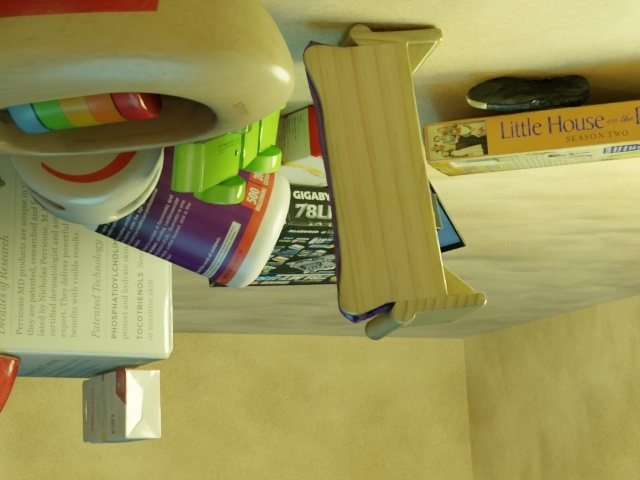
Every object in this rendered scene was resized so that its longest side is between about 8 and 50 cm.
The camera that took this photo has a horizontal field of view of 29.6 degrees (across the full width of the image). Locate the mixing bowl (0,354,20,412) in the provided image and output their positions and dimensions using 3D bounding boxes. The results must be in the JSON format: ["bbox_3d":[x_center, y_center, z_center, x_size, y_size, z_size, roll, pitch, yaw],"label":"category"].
[{"bbox_3d":[-0.539,0.228,1.799,0.181,0.098,0.181,-3,166,-1],"label":"mixing bowl"}]

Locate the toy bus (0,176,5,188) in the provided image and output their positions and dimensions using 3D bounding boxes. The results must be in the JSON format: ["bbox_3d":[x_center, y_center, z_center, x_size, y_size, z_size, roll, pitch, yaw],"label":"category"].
[{"bbox_3d":[-0.534,-0.134,1.650,0.191,0.104,0.202,26,-159,0],"label":"toy bus"}]

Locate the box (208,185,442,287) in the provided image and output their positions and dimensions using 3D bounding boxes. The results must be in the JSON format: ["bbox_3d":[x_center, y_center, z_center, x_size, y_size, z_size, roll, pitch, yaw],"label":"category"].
[{"bbox_3d":[0.000,0.000,2.003,0.295,0.073,0.293,1,160,-31],"label":"box"}]

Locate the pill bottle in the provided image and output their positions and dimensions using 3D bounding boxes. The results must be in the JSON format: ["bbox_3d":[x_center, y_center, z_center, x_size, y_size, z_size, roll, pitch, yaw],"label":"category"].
[{"bbox_3d":[-0.217,-0.068,1.718,0.323,0.181,0.181,23,161,-13],"label":"pill bottle"}]

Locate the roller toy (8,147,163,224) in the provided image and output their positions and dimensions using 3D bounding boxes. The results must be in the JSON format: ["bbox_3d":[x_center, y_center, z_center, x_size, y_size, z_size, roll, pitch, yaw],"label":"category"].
[{"bbox_3d":[-0.299,-0.121,1.543,0.209,0.191,0.146,-1,168,-6],"label":"roller toy"}]

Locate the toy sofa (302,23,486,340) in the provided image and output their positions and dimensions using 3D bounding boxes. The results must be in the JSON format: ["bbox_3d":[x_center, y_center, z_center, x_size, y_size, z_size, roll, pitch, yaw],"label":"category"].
[{"bbox_3d":[0.072,-0.068,1.476,0.177,0.363,0.150,-7,170,-12],"label":"toy sofa"}]

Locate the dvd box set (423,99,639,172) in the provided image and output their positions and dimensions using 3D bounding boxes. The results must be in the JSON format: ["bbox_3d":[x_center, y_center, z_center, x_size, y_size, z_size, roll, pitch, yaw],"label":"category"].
[{"bbox_3d":[0.375,-0.149,1.754,0.420,0.062,0.307,-5,178,13],"label":"dvd box set"}]

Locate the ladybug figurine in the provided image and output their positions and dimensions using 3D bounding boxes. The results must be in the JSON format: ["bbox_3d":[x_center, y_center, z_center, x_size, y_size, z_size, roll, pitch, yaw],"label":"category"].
[{"bbox_3d":[-0.250,-0.195,1.282,0.449,0.162,0.305,-5,169,8],"label":"ladybug figurine"}]

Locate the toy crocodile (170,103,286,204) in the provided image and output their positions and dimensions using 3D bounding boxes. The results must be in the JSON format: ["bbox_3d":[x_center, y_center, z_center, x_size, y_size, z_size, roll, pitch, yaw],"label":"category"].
[{"bbox_3d":[-0.120,-0.131,1.553,0.105,0.115,0.340,11,-158,14],"label":"toy crocodile"}]

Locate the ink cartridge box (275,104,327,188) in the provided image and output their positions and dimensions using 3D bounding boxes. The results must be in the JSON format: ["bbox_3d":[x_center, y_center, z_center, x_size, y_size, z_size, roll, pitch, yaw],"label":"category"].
[{"bbox_3d":[0.001,-0.139,1.796,0.134,0.078,0.231,9,163,-42],"label":"ink cartridge box"}]

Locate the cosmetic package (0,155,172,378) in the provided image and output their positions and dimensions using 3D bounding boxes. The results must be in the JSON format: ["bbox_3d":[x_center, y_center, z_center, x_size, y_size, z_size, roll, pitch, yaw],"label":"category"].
[{"bbox_3d":[-0.478,0.047,1.975,0.393,0.327,0.329,4,166,-25],"label":"cosmetic package"}]

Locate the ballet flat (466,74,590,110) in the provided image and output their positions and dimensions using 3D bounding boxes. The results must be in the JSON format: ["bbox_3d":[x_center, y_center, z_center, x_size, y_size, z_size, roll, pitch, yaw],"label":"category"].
[{"bbox_3d":[0.282,-0.192,1.644,0.173,0.057,0.049,-3,140,-7],"label":"ballet flat"}]

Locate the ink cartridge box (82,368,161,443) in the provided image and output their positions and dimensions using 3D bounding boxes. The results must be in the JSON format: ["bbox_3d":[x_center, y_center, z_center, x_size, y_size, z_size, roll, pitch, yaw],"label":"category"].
[{"bbox_3d":[-0.340,0.283,2.051,0.067,0.115,0.198,5,167,-32],"label":"ink cartridge box"}]

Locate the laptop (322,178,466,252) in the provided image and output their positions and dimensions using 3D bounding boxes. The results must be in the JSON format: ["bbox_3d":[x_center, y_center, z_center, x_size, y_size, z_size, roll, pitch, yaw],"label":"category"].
[{"bbox_3d":[0.076,-0.045,2.112,0.264,0.137,0.234,7,164,-37],"label":"laptop"}]
